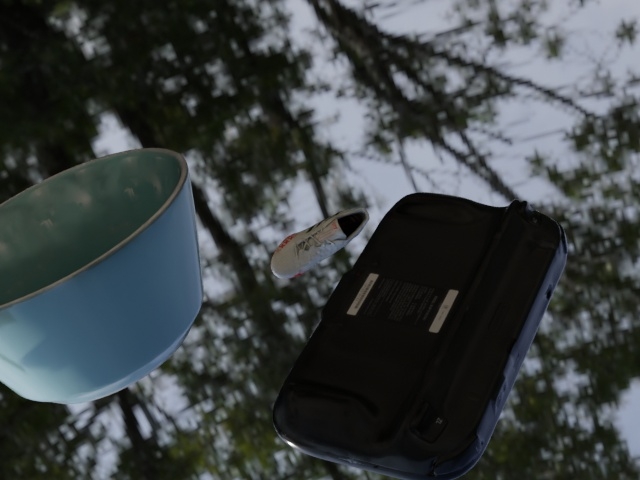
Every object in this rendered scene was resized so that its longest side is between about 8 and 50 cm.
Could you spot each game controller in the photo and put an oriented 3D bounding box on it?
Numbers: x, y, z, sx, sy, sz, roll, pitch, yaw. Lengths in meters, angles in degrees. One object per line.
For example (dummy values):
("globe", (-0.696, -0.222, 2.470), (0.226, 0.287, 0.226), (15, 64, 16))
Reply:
("game controller", (0.086, 0.066, 1.191), (0.166, 0.067, 0.319), (4, -143, 25))

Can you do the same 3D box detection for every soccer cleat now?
("soccer cleat", (0.000, 0.000, 1.057), (0.083, 0.029, 0.035), (-30, 179, -28))

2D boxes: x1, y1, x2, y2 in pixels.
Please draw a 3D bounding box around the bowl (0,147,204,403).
("bowl", (-0.246, 0.052, 1.533), (0.311, 0.163, 0.311), (-20, -155, 10))
